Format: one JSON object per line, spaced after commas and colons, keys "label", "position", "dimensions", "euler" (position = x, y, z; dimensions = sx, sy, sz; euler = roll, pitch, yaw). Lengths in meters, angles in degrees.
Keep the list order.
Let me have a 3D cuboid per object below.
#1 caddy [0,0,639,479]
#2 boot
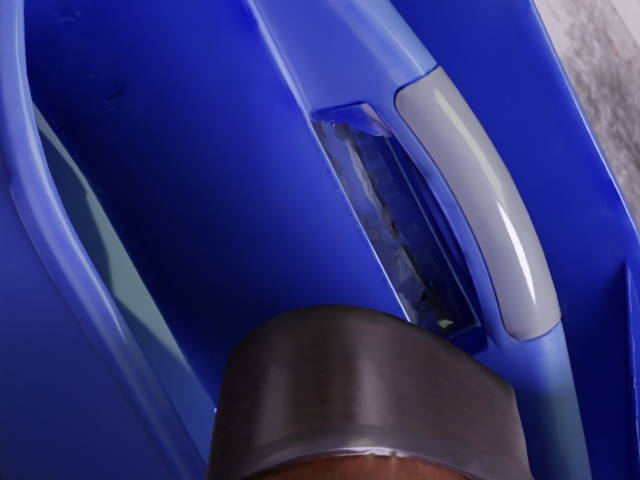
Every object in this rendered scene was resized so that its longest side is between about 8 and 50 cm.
{"label": "caddy", "position": [0.000, 0.000, 0.507], "dimensions": [0.241, 0.179, 0.341], "euler": [-39, 108, -39]}
{"label": "boot", "position": [0.082, 0.174, 0.329], "dimensions": [0.264, 0.096, 0.280], "euler": [33, 38, -32]}
